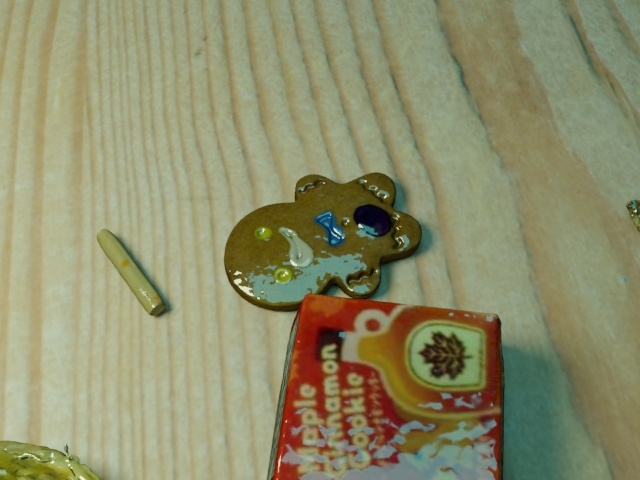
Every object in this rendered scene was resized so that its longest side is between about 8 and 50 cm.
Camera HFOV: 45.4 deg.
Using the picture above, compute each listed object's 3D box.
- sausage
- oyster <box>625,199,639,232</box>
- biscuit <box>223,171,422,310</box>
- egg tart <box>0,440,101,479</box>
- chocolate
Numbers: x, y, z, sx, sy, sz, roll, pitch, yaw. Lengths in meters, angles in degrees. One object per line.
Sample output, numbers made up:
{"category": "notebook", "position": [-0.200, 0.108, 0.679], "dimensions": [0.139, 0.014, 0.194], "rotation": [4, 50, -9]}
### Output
{"category": "sausage", "position": [-0.222, 0.035, 0.888], "dimensions": [0.024, 0.024, 0.132], "rotation": [-33, 63, -19]}
{"category": "oyster", "position": [0.452, -0.023, 0.912], "dimensions": [0.177, 0.056, 0.105], "rotation": [18, 67, 6]}
{"category": "biscuit", "position": [0.000, 0.000, 0.906], "dimensions": [0.236, 0.039, 0.180], "rotation": [-24, 62, -12]}
{"category": "egg tart", "position": [-0.327, 0.317, 0.649], "dimensions": [0.341, 0.132, 0.341], "rotation": [-1, 59, 1]}
{"category": "chocolate", "position": [0.068, 0.174, 0.754], "dimensions": [0.235, 0.108, 0.237], "rotation": [6, 60, 6]}
